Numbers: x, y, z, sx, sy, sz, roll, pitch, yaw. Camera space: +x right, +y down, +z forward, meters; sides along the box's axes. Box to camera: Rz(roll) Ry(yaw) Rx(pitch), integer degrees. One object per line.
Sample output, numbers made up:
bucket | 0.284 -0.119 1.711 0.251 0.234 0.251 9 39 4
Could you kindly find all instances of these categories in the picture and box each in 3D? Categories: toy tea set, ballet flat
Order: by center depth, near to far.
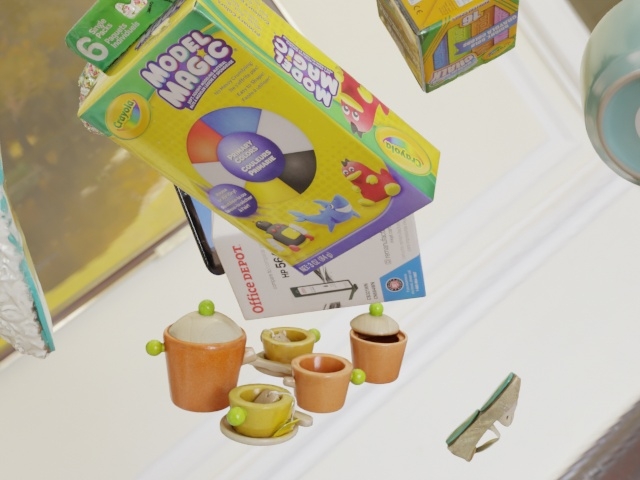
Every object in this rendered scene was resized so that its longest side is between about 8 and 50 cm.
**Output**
toy tea set | -0.036 0.123 1.168 0.200 0.124 0.336 14 17 35
ballet flat | -0.439 -0.026 1.238 0.147 0.409 0.147 -5 26 2
ballet flat | -0.254 -0.221 1.261 0.091 0.077 0.241 -10 -43 -37
ballet flat | 0.239 0.247 1.363 0.168 0.052 0.057 -54 -6 34

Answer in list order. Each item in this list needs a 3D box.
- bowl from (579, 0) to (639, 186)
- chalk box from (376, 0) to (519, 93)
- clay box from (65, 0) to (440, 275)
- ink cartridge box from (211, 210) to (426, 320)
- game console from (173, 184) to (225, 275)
bowl | 0.502 -0.194 1.402 0.311 0.311 0.163 -31 10 43
chalk box | 0.203 -0.375 1.589 0.179 0.180 0.289 -28 -16 1
clay box | -0.047 -0.075 0.612 0.127 0.222 0.053 -32 34 40
ink cartridge box | 0.000 0.000 1.030 0.203 0.148 0.086 -9 48 6
game console | -0.103 -0.123 1.631 0.250 0.293 0.173 -20 5 9
